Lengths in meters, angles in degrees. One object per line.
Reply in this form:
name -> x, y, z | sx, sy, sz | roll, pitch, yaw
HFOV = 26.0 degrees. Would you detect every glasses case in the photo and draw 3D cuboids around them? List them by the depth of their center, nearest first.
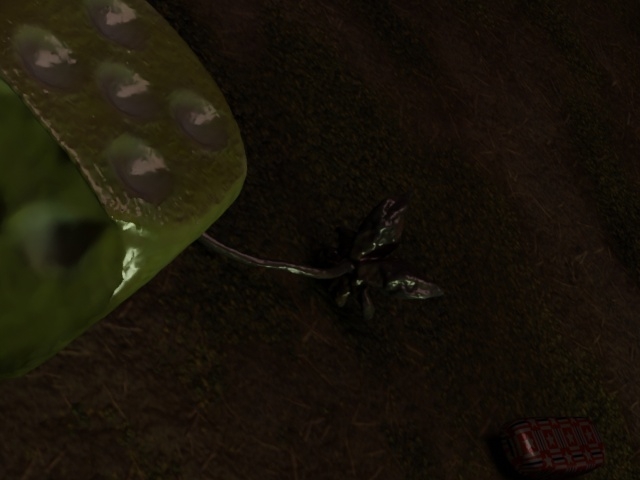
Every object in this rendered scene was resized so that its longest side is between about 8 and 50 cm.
glasses case -> 0.273, 0.247, 1.635 | 0.194, 0.049, 0.073 | 9, 54, -51

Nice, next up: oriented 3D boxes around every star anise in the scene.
star anise -> 0.000, 0.000, 1.421 | 0.218, 0.148, 0.227 | 19, 5, 25

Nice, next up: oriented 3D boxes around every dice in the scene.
dice -> -0.217, -0.055, 1.063 | 0.233, 0.238, 0.227 | 52, 31, -7
